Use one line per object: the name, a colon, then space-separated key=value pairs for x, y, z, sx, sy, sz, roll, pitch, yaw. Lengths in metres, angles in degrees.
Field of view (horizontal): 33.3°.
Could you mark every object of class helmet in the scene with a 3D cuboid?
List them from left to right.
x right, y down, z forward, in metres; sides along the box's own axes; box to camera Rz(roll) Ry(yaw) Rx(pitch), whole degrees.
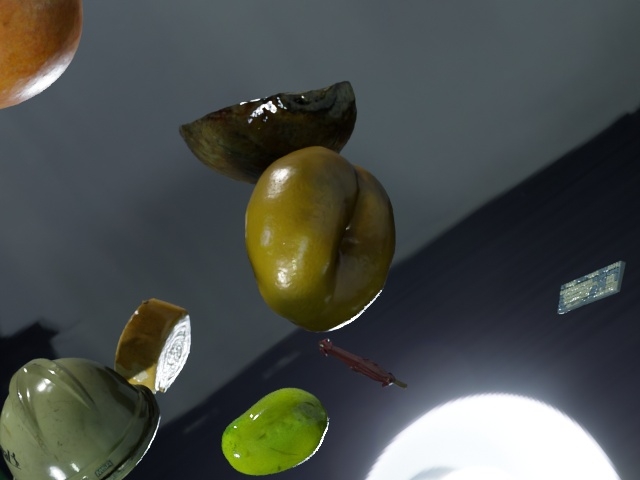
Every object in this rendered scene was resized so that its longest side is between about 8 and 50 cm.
helmet: x=-0.319 y=0.208 z=1.299 sx=0.137 sy=0.204 sz=0.257 roll=57 pitch=160 yaw=-20

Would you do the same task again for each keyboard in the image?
keyboard: x=0.456 y=0.081 z=1.810 sx=0.014 sy=0.055 sz=0.176 roll=21 pitch=158 yaw=-14

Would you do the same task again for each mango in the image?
mango: x=-0.065 y=0.288 z=1.593 sx=0.089 sy=0.163 sz=0.117 roll=43 pitch=161 yaw=57

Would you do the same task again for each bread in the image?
bread: x=-0.235 y=0.148 z=1.474 sx=0.073 sy=0.122 sz=0.149 roll=22 pitch=143 yaw=10

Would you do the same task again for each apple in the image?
apple: x=-0.460 y=-0.298 z=1.343 sx=0.299 sy=0.299 sz=0.275 roll=55 pitch=-149 yaw=-18

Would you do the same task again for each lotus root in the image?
lotus root: x=-0.086 y=-0.153 z=1.670 sx=0.314 sy=0.210 sz=0.142 roll=-4 pitch=102 yaw=62

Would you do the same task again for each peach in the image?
peach: x=0.000 y=0.000 z=1.459 sx=0.153 sy=0.251 sz=0.251 roll=-8 pitch=130 yaw=38

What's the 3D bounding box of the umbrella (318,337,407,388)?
umbrella: x=0.061 y=0.184 z=1.567 sx=0.165 sy=0.027 sz=0.025 roll=30 pitch=176 yaw=-26
